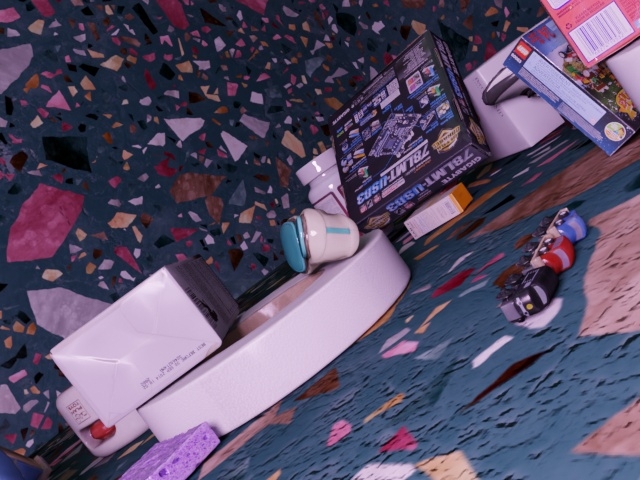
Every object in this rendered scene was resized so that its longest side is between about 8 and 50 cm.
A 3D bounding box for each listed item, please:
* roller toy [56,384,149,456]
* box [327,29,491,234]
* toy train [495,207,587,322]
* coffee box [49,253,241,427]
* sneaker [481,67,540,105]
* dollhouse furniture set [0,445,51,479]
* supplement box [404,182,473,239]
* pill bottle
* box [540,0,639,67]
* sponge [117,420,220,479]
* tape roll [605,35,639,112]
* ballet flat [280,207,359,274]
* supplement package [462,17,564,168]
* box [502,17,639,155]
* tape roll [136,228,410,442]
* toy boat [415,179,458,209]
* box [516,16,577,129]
[{"bbox_3d":[-0.350,0.265,1.121,0.191,0.146,0.209,-37,4,-18],"label":"roller toy"},{"bbox_3d":[0.153,-0.203,1.237,0.073,0.293,0.296,19,-43,-40],"label":"box"},{"bbox_3d":[0.168,0.012,0.474,0.036,0.027,0.158,-29,7,39],"label":"toy train"},{"bbox_3d":[-0.218,0.117,0.878,0.168,0.118,0.297,-36,3,-2],"label":"coffee box"},{"bbox_3d":[0.404,-0.275,1.067,0.272,0.107,0.100,-18,-4,10],"label":"sneaker"},{"bbox_3d":[-0.444,0.406,0.798,0.304,0.198,0.286,16,68,46],"label":"dollhouse furniture set"},{"bbox_3d":[0.191,-0.047,1.040,0.098,0.036,0.062,-33,4,36],"label":"supplement box"},{"bbox_3d":[0.051,-0.084,1.385,0.121,0.221,0.121,-35,3,2],"label":"pill bottle"},{"bbox_3d":[0.332,-0.309,0.574,0.300,0.154,0.142,-35,3,28],"label":"box"},{"bbox_3d":[-0.197,0.260,0.608,0.117,0.031,0.210,-33,4,43],"label":"sponge"},{"bbox_3d":[0.399,-0.201,0.543,0.286,0.100,0.286,-35,3,2],"label":"tape roll"},{"bbox_3d":[0.000,0.000,0.839,0.086,0.086,0.248,-36,5,-8],"label":"ballet flat"},{"bbox_3d":[0.373,-0.279,1.287,0.175,0.177,0.293,-36,3,-7],"label":"supplement package"},{"bbox_3d":[0.344,-0.215,0.760,0.233,0.159,0.044,-38,-14,-33],"label":"box"},{"bbox_3d":[-0.058,0.122,0.842,0.392,0.072,0.392,-35,2,2],"label":"tape roll"},{"bbox_3d":[0.207,-0.132,1.323,0.231,0.151,0.150,22,90,52],"label":"toy boat"},{"bbox_3d":[0.431,-0.291,0.938,0.203,0.167,0.168,-35,3,6],"label":"box"}]
